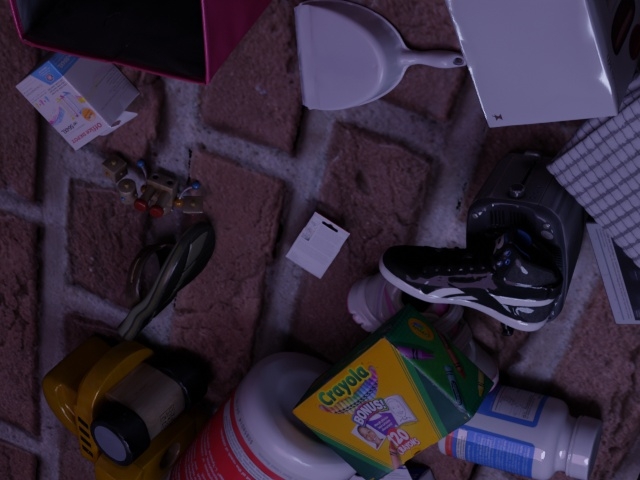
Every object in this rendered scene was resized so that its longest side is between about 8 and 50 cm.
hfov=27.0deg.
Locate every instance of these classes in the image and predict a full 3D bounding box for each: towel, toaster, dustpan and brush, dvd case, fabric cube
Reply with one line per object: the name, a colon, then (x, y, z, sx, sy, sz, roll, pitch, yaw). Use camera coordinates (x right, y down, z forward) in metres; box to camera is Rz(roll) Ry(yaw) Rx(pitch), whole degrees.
towel: (0.413, -0.082, 1.493, 0.235, 0.121, 0.284, 49, 154, 4)
toaster: (0.265, -0.002, 1.689, 0.129, 0.146, 0.227, 9, 132, 23)
dustpan and brush: (0.077, -0.227, 1.662, 0.211, 0.060, 0.147, 11, 121, 29)
dvd case: (0.474, 0.035, 1.695, 0.238, 0.029, 0.179, -2, 129, 31)
fabric cube: (-0.193, -0.372, 1.522, 0.259, 0.258, 0.254, 15, 136, 17)

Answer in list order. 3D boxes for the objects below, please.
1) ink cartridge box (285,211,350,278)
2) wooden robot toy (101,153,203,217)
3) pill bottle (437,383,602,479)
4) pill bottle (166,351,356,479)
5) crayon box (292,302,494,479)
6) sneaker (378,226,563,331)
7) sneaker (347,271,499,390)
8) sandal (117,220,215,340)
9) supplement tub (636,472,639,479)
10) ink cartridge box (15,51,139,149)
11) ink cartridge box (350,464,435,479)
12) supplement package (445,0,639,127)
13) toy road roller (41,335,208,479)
ink cartridge box: (0.000, 0.000, 1.925, 0.063, 0.029, 0.115, 33, 136, -1)
wooden robot toy: (-0.250, -0.059, 1.983, 0.173, 0.076, 0.079, 22, 147, 10)
pill bottle: (0.293, 0.281, 1.953, 0.221, 0.124, 0.124, 13, 134, 19)
pill bottle: (-0.109, 0.382, 2.143, 0.229, 0.229, 0.408, 35, 125, -5)
crayon box: (0.098, 0.223, 1.897, 0.165, 0.081, 0.278, 43, 139, -2)
sneaker: (0.186, 0.021, 1.599, 0.217, 0.079, 0.121, 18, 132, 2)
sneaker: (0.161, 0.128, 1.900, 0.252, 0.103, 0.111, 37, 138, -8)
sandal: (-0.261, 0.060, 2.069, 0.086, 0.120, 0.303, 47, 137, 3)
supplement tub: (0.563, 0.329, 1.787, 0.207, 0.207, 0.338, 32, 137, -1)
ink cartridge box: (-0.335, -0.205, 1.876, 0.092, 0.090, 0.143, -26, 113, 42)
ink cartridge box: (0.135, 0.469, 2.259, 0.165, 0.065, 0.333, -1, 130, 30)
supplement package: (0.249, -0.260, 1.419, 0.149, 0.203, 0.194, -2, 128, 31)
toy road roller: (-0.340, 0.310, 2.288, 0.240, 0.202, 0.329, 28, 139, 25)
